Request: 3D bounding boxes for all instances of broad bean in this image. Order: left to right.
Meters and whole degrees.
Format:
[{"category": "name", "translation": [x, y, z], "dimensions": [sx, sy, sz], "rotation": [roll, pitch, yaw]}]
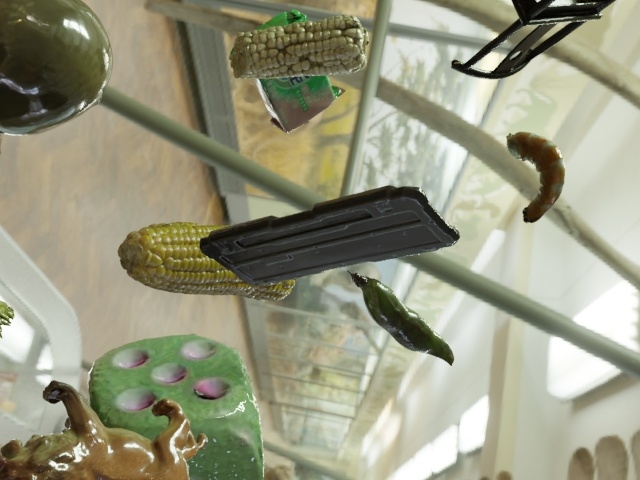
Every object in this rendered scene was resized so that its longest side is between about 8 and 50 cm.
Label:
[{"category": "broad bean", "translation": [0.170, 0.171, 1.566], "dimensions": [0.061, 0.339, 0.077], "rotation": [-7, -133, 50]}]

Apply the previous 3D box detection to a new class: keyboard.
[{"category": "keyboard", "translation": [0.000, -0.001, 0.730], "dimensions": [0.106, 0.263, 0.016], "rotation": [40, 48, -42]}]

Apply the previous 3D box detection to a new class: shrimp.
[{"category": "shrimp", "translation": [0.406, -0.123, 1.446], "dimensions": [0.161, 0.049, 0.166], "rotation": [41, -51, 45]}]

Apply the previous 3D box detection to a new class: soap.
[{"category": "soap", "translation": [-0.073, -0.397, 1.751], "dimensions": [0.218, 0.098, 0.273], "rotation": [-38, 143, -9]}]

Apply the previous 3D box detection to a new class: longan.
[{"category": "longan", "translation": [-0.600, -0.373, 1.526], "dimensions": [0.361, 0.361, 0.360], "rotation": [11, 90, -87]}]

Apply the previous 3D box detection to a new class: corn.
[{"category": "corn", "translation": [-0.129, 0.026, 0.943], "dimensions": [0.292, 0.101, 0.101], "rotation": [9, 92, -51]}, {"category": "corn", "translation": [-0.034, -0.280, 1.087], "dimensions": [0.087, 0.211, 0.086], "rotation": [-5, 90, -89]}]

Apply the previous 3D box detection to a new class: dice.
[{"category": "dice", "translation": [-0.296, 0.396, 1.499], "dimensions": [0.330, 0.319, 0.322], "rotation": [-128, -143, -61]}]

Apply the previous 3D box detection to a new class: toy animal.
[{"category": "toy animal", "translation": [-0.262, 0.276, 0.935], "dimensions": [0.097, 0.313, 0.157], "rotation": [-45, -141, 36]}]

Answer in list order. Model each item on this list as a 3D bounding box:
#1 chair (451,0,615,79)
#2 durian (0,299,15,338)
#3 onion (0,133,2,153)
[{"category": "chair", "translation": [0.263, -0.311, 0.853], "dimensions": [0.260, 0.155, 0.141], "rotation": [-34, -106, 54]}, {"category": "durian", "translation": [-0.714, 0.138, 1.417], "dimensions": [0.163, 0.198, 0.394], "rotation": [-53, -151, -5]}, {"category": "onion", "translation": [-0.848, -0.264, 1.652], "dimensions": [0.272, 0.195, 0.271], "rotation": [33, 52, -55]}]
